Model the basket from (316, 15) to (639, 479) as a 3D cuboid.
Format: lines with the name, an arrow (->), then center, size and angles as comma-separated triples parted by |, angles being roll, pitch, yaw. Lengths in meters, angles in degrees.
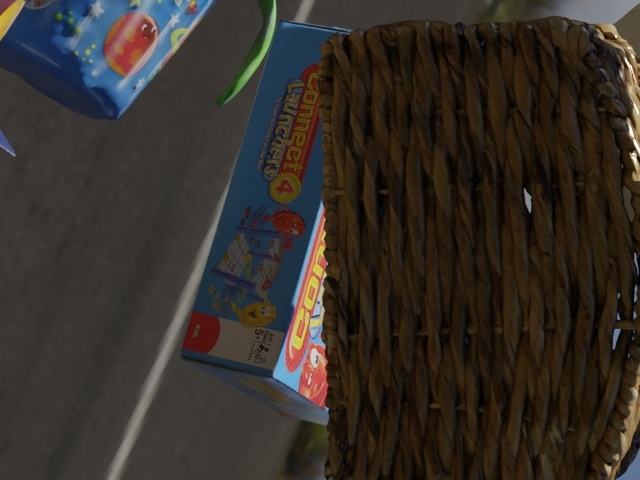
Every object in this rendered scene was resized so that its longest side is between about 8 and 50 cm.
basket -> 0.133, 0.010, 0.929 | 0.223, 0.213, 0.299 | -3, 92, -68

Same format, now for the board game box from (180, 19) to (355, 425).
board game box -> 0.000, 0.000, 1.318 | 0.302, 0.086, 0.308 | 45, 58, -69

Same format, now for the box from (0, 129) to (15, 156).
box -> -0.333, -0.137, 1.139 | 0.036, 0.136, 0.225 | -38, 160, 4

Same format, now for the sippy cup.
sippy cup -> -0.214, -0.247, 1.382 | 0.224, 0.305, 0.240 | -59, 152, -11

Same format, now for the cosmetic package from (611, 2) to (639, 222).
cosmetic package -> 0.360, 0.023, 0.972 | 0.230, 0.453, 0.161 | -31, 151, 13

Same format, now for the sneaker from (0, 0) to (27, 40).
sneaker -> -0.195, -0.065, 0.744 | 0.185, 0.084, 0.069 | -51, 178, -5
